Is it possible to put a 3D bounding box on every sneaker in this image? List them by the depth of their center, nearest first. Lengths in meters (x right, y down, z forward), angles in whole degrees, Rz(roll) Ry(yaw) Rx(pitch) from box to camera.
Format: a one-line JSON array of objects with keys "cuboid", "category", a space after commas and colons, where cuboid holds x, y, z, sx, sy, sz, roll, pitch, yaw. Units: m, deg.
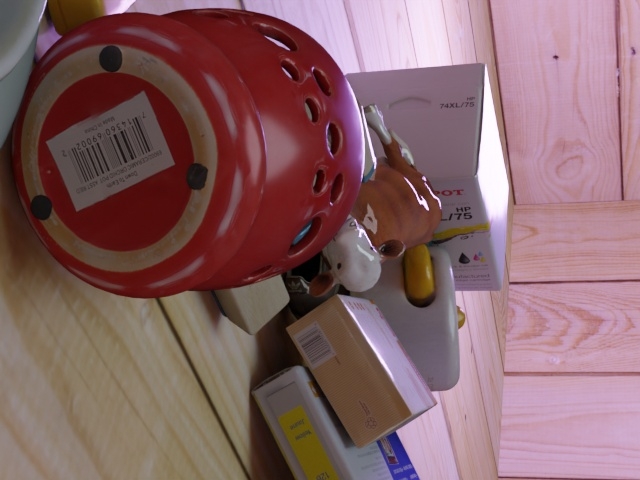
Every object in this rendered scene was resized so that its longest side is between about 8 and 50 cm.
[{"cuboid": [0.000, 0.000, 1.221, 0.071, 0.066, 0.188, 68, 25, -46], "category": "sneaker"}]

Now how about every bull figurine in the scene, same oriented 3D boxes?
[{"cuboid": [0.040, -0.045, 1.165, 0.188, 0.101, 0.310, 64, 23, 4], "category": "bull figurine"}]

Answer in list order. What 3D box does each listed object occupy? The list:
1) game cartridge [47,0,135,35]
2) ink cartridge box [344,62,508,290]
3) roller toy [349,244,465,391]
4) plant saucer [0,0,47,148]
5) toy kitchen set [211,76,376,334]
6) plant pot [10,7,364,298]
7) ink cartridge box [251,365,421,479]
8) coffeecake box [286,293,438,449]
[{"cuboid": [-0.157, -0.343, 0.745, 0.285, 0.053, 0.323, -69, 155, -55], "category": "game cartridge"}, {"cuboid": [0.144, -0.080, 1.504, 0.270, 0.198, 0.197, 66, 28, -52], "category": "ink cartridge box"}, {"cuboid": [0.117, 0.102, 1.426, 0.191, 0.146, 0.209, -55, 140, -84], "category": "roller toy"}, {"cuboid": [-0.203, -0.161, 0.448, 0.400, 0.101, 0.400, -2, 90, -75], "category": "plant saucer"}, {"cuboid": [-0.060, -0.049, 1.025, 0.207, 0.166, 0.122, -42, 139, -21], "category": "toy kitchen set"}, {"cuboid": [-0.086, -0.054, 0.699, 0.174, 0.191, 0.191, -26, 114, -67], "category": "plant pot"}, {"cuboid": [0.062, 0.284, 1.176, 0.307, 0.072, 0.303, 64, 9, 14], "category": "ink cartridge box"}, {"cuboid": [0.049, 0.136, 1.156, 0.142, 0.068, 0.185, 58, 9, 12], "category": "coffeecake box"}]
